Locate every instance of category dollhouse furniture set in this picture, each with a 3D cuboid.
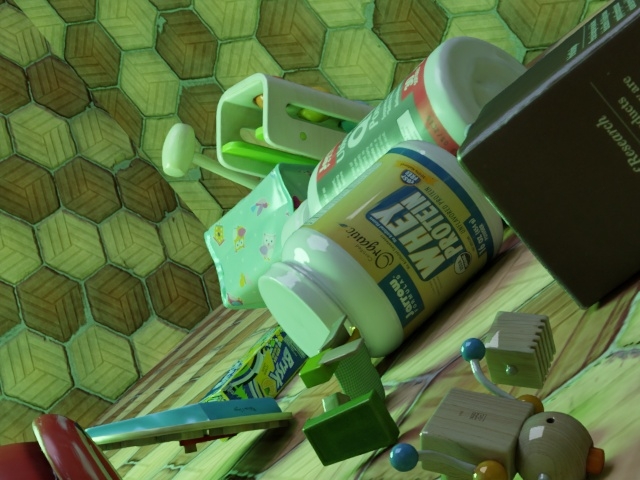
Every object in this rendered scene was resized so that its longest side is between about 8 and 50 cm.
[{"bbox_3d":[0.034,0.105,0.872,0.059,0.076,0.151,-25,10,21],"label":"dollhouse furniture set"}]

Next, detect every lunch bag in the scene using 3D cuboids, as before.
[{"bbox_3d":[0.000,0.000,1.739,0.262,0.160,0.223,2,-27,-39],"label":"lunch bag"}]

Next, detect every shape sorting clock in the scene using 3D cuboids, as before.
[{"bbox_3d":[-0.128,0.184,1.131,0.206,0.040,0.206,-11,-11,-2],"label":"shape sorting clock"}]

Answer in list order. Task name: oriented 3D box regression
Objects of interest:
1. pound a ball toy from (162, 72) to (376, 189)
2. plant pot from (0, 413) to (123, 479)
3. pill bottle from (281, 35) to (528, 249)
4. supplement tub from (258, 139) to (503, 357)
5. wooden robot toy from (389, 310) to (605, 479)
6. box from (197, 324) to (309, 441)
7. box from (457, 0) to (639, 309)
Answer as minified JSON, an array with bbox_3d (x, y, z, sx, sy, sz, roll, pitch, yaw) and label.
[{"bbox_3d":[-0.049,-0.155,1.735,0.319,0.135,0.208,12,-20,-36],"label":"pound a ball toy"},{"bbox_3d":[-0.218,0.238,0.878,0.174,0.191,0.191,-35,3,-9],"label":"plant pot"},{"bbox_3d":[0.098,-0.060,1.286,0.318,0.176,0.176,-42,1,39],"label":"pill bottle"},{"bbox_3d":[0.056,0.017,1.090,0.200,0.144,0.144,-42,4,-18],"label":"supplement tub"},{"bbox_3d":[0.093,0.098,0.538,0.079,0.076,0.173,3,26,27],"label":"wooden robot toy"},{"bbox_3d":[-0.074,0.160,1.381,0.059,0.054,0.169,-37,4,39],"label":"box"},{"bbox_3d":[0.279,-0.137,0.751,0.381,0.143,0.191,-37,5,20],"label":"box"}]
